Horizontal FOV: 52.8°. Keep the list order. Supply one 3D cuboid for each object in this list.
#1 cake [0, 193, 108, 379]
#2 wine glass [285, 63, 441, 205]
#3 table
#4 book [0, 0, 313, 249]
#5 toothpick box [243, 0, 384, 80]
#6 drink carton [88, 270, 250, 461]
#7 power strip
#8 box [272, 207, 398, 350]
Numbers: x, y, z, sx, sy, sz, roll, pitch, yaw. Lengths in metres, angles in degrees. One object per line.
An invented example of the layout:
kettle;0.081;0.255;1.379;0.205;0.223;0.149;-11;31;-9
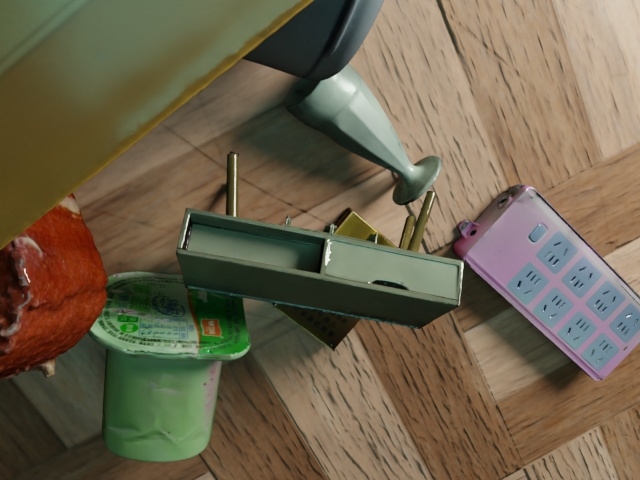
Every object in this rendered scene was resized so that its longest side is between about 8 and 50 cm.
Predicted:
cake;-0.293;-0.012;0.493;0.177;0.151;0.283;-26;86;3
wine glass;0.042;-0.104;0.623;0.073;0.073;0.155;-46;113;5
table;0.000;0.000;0.601;0.240;0.121;0.111;11;72;-5
book;-0.162;-0.173;0.335;0.389;0.032;0.269;-36;113;5
toothpick box;-0.128;-0.263;0.456;0.355;0.263;0.263;13;104;-15
drink carton;-0.153;0.124;0.622;0.144;0.146;0.142;7;114;-14
power strip;0.273;0.052;0.736;0.279;0.037;0.109;40;97;-20
box;0.022;0.043;0.689;0.090;0.023;0.133;37;97;-21
